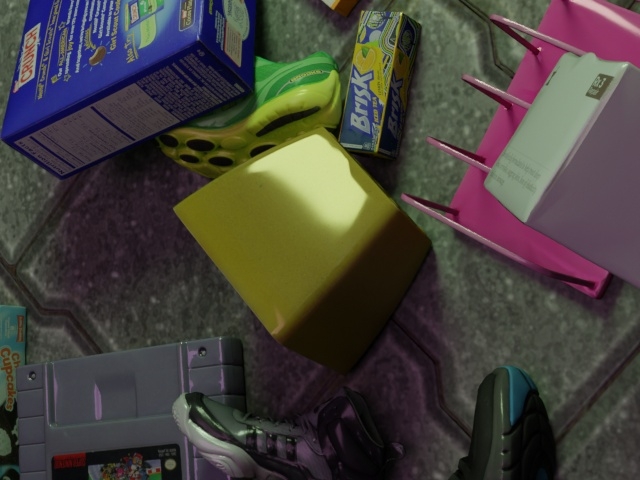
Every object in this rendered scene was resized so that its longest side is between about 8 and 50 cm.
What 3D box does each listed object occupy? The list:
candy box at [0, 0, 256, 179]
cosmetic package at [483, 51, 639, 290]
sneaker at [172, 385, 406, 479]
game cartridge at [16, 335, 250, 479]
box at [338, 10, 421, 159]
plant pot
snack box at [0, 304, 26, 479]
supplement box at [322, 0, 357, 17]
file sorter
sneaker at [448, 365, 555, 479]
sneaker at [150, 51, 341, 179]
[{"bbox_3d":[-0.239,-0.255,1.497,0.317,0.122,0.268,-20,50,26],"label":"candy box"},{"bbox_3d":[0.350,-0.003,1.005,0.385,0.217,0.156,28,99,-4],"label":"cosmetic package"},{"bbox_3d":[-0.032,0.219,1.357,0.268,0.101,0.153,33,95,10],"label":"sneaker"},{"bbox_3d":[-0.253,0.258,1.526,0.355,0.068,0.230,-11,74,29],"label":"game cartridge"},{"bbox_3d":[0.070,-0.183,1.393,0.059,0.054,0.169,9,89,32],"label":"box"},{"bbox_3d":[0.000,0.000,1.333,0.187,0.212,0.212,-42,64,5],"label":"plant pot"},{"bbox_3d":[-0.509,0.257,1.676,0.187,0.060,0.322,-5,81,30],"label":"snack box"},{"bbox_3d":[0.012,-0.332,1.457,0.098,0.036,0.062,47,107,27],"label":"supplement box"},{"bbox_3d":[0.242,-0.119,1.206,0.202,0.182,0.291,30,99,30],"label":"file sorter"},{"bbox_3d":[0.160,0.300,1.234,0.139,0.125,0.341,2,82,36],"label":"sneaker"},{"bbox_3d":[-0.089,-0.158,1.472,0.295,0.109,0.124,-10,50,34],"label":"sneaker"}]
